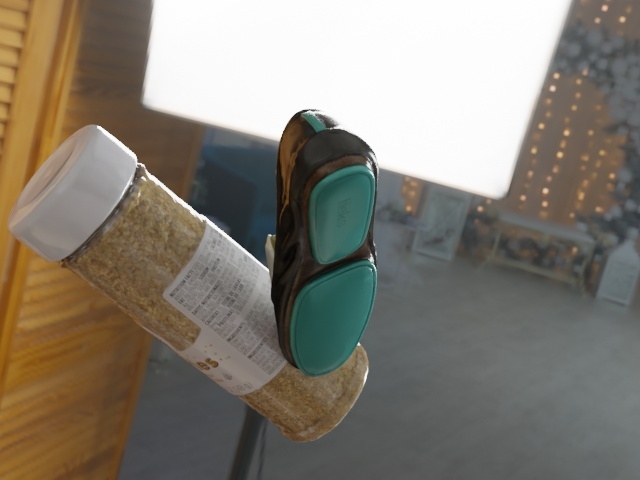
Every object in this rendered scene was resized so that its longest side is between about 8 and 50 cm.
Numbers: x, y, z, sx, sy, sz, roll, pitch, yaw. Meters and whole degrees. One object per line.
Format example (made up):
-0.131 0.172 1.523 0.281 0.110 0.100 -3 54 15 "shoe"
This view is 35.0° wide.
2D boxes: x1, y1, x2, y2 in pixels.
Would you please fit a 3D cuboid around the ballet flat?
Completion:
0.000 0.000 0.853 0.095 0.280 0.096 -17 52 -20 "ballet flat"

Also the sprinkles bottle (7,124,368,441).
-0.112 0.048 0.940 0.355 0.121 0.121 41 0 -25 "sprinkles bottle"
